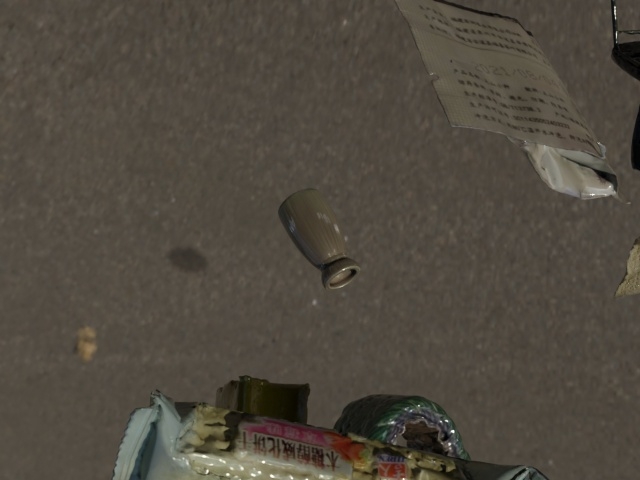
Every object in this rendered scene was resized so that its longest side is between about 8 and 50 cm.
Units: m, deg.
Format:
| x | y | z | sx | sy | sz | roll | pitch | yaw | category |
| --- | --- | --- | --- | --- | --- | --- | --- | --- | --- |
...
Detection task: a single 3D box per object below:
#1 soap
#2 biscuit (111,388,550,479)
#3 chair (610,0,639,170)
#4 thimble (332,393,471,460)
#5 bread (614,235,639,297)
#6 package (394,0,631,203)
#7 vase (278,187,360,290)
| x | y | z | sx | sy | sz | roll | pitch | yaw | category |
| --- | --- | --- | --- | --- | --- | --- | --- | --- | --- |
| -0.100 | 0.368 | 1.846 | 0.143 | 0.281 | 0.259 | 5 | 163 | -12 | soap |
| -0.008 | 0.196 | 0.858 | 0.309 | 0.079 | 0.186 | 16 | 128 | -15 | biscuit |
| 0.413 | -0.203 | 1.378 | 0.140 | 0.145 | 0.221 | -4 | 116 | -11 | chair |
| 0.084 | 0.228 | 1.259 | 0.135 | 0.118 | 0.090 | 48 | 154 | -21 | thimble |
| 0.581 | 0.063 | 1.980 | 0.152 | 0.077 | 0.105 | 19 | 111 | 22 | bread |
| 0.183 | -0.144 | 1.118 | 0.251 | 0.204 | 0.062 | 21 | 124 | -40 | package |
| 0.000 | 0.000 | 1.217 | 0.053 | 0.101 | 0.053 | -24 | 155 | -12 | vase |
